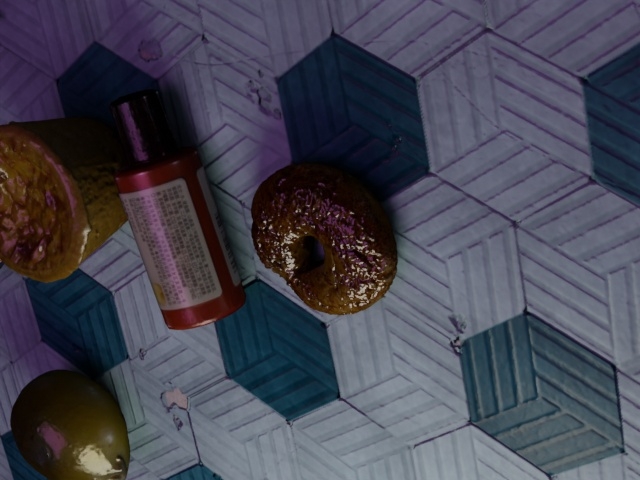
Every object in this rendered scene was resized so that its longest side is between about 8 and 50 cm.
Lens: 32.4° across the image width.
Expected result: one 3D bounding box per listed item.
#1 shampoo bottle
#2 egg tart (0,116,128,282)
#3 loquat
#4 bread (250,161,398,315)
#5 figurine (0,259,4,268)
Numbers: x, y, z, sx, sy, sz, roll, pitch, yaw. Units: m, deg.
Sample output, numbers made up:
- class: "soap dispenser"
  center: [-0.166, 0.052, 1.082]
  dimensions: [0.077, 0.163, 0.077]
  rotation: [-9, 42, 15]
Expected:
- class: "shampoo bottle"
  center: [-0.176, -0.040, 1.294]
  dimensions: [0.104, 0.104, 0.278]
  rotation: [-7, 106, 38]
- class: "egg tart"
  center: [-0.315, -0.063, 1.356]
  dimensions: [0.203, 0.147, 0.202]
  rotation: [16, 119, 31]
- class: "loquat"
  center: [-0.343, 0.267, 1.536]
  dimensions: [0.195, 0.152, 0.152]
  rotation: [46, 130, 20]
- class: "bread"
  center: [0.000, 0.000, 1.215]
  dimensions: [0.193, 0.064, 0.193]
  rotation: [18, 124, 30]
- class: "figurine"
  center: [-0.456, 0.011, 1.513]
  dimensions: [0.195, 0.111, 0.102]
  rotation: [0, 142, 31]
